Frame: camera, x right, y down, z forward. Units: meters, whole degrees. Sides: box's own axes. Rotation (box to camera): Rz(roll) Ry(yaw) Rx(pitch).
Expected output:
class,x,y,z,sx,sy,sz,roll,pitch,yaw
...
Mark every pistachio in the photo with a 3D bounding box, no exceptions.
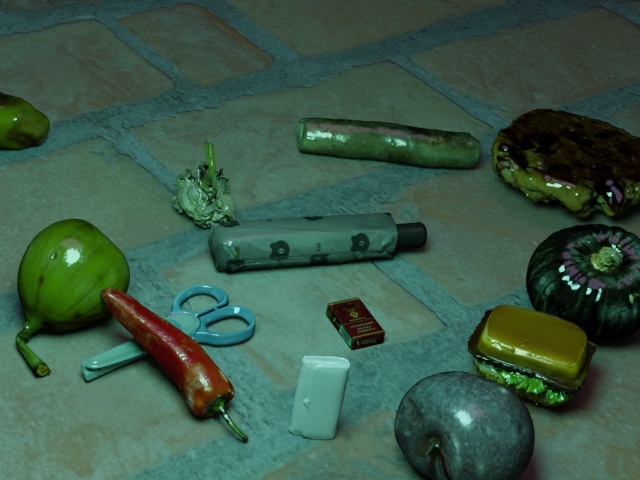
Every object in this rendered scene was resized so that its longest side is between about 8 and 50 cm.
class,x,y,z,sx,sy,sz,roll,pitch,yaw
pistachio,-0.526,-0.194,1.934,0.189,0.100,0.110,-12,45,-26

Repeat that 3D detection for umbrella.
class,x,y,z,sx,sy,sz,roll,pitch,yaw
umbrella,0.000,0.000,1.819,0.337,0.067,0.073,-4,51,-19

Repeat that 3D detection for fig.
class,x,y,z,sx,sy,sz,roll,pitch,yaw
fig,-0.340,0.068,1.613,0.148,0.186,0.142,41,-2,9

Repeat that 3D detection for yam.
class,x,y,z,sx,sy,sz,roll,pitch,yaw
yam,0.116,-0.167,2.083,0.318,0.071,0.067,5,-1,-6

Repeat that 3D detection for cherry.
class,x,y,z,sx,sy,sz,roll,pitch,yaw
cherry,0.183,0.231,1.477,0.176,0.140,0.176,6,21,-2

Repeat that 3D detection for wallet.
class,x,y,z,sx,sy,sz,roll,pitch,yaw
wallet,-0.001,0.194,1.498,0.061,0.122,0.025,7,35,-6

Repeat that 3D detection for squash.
class,x,y,z,sx,sy,sz,roll,pitch,yaw
squash,0.397,0.057,1.765,0.193,0.155,0.193,-12,42,11

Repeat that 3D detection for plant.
class,x,y,z,sx,sy,sz,roll,pitch,yaw
plant,-0.167,-0.087,1.862,0.105,0.121,0.116,-4,29,-37

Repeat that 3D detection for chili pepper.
class,x,y,z,sx,sy,sz,roll,pitch,yaw
chili pepper,-0.179,0.151,1.538,0.063,0.071,0.272,-43,72,-9

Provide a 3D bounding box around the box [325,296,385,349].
class,x,y,z,sx,sy,sz,roll,pitch,yaw
box,0.049,0.116,1.706,0.052,0.023,0.082,-10,40,-27

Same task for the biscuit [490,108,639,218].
class,x,y,z,sx,sy,sz,roll,pitch,yaw
biscuit,0.443,-0.129,2.099,0.289,0.081,0.334,30,36,27

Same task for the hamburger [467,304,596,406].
class,x,y,z,sx,sy,sz,roll,pitch,yaw
hamburger,0.279,0.161,1.643,0.166,0.087,0.137,20,37,16

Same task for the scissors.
class,x,y,z,sx,sy,sz,roll,pitch,yaw
scissors,-0.209,0.127,1.622,0.256,0.030,0.125,-22,44,-39
